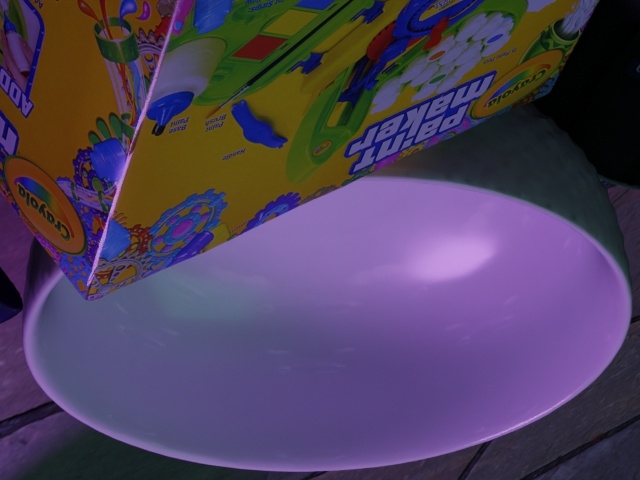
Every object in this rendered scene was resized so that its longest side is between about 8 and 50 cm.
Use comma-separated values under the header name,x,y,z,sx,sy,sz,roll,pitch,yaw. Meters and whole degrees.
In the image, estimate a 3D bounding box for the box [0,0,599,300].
name,x,y,z,sx,sy,sz,roll,pitch,yaw
box,-0.005,-0.165,0.813,0.290,0.177,0.279,-25,153,-35

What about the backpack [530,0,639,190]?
name,x,y,z,sx,sy,sz,roll,pitch,yaw
backpack,0.171,-0.148,1.072,0.191,0.225,0.253,-62,178,-31

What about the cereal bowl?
name,x,y,z,sx,sy,sz,roll,pitch,yaw
cereal bowl,0.000,0.000,1.095,0.339,0.141,0.339,-3,149,-2

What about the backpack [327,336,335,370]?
name,x,y,z,sx,sy,sz,roll,pitch,yaw
backpack,0.024,0.033,1.309,0.158,0.117,0.173,-27,133,-81

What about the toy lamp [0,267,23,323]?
name,x,y,z,sx,sy,sz,roll,pitch,yaw
toy lamp,-0.276,0.106,1.024,0.275,0.080,0.080,-43,158,5
